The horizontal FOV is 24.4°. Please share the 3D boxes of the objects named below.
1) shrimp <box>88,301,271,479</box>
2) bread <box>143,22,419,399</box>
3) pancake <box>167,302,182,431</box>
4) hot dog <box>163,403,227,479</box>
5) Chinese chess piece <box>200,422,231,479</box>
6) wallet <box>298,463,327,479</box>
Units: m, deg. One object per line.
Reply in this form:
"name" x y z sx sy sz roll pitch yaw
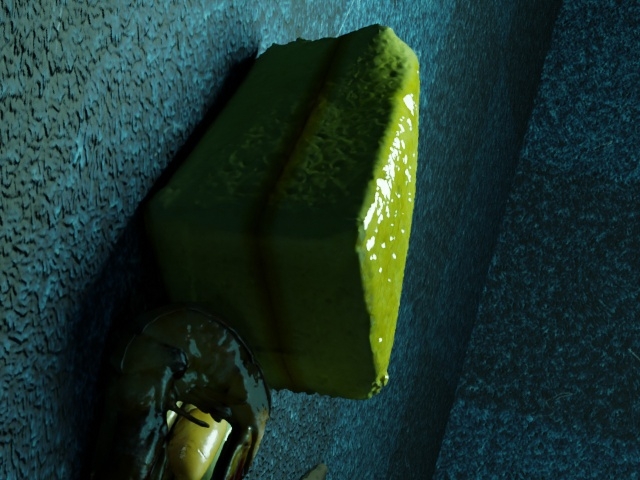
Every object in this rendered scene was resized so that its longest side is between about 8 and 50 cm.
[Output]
"shrimp" -0.143 0.204 1.488 0.075 0.178 0.289 -164 -95 -69
"bread" -0.005 -0.045 1.581 0.362 0.233 0.245 -64 152 -46
"pancake" -0.166 0.135 1.590 0.184 0.020 0.191 -49 148 -60
"hot dog" -0.145 0.224 1.646 0.090 0.060 0.140 -45 -173 41
"Chinese chess piece" -0.126 0.263 1.776 0.144 0.058 0.144 12 90 -76
"wallet" -0.052 0.458 2.264 0.309 0.042 0.165 -32 132 -72
